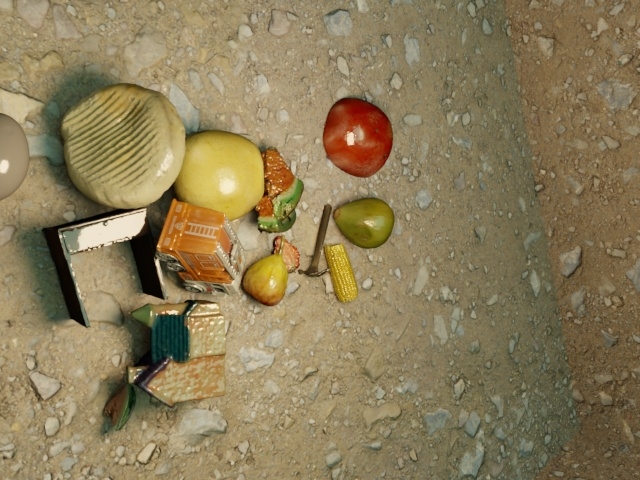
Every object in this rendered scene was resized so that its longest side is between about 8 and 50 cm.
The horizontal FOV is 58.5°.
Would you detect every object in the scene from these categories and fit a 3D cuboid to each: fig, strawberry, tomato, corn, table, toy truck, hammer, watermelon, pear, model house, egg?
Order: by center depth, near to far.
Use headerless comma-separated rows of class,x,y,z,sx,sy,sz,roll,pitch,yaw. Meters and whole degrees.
egg,-0.844,-0.216,1.466,0.176,0.176,0.231,15,74,-37
table,-0.612,0.069,1.641,0.251,0.196,0.282,-19,103,-37
watermelon,-0.593,0.503,1.705,0.080,0.101,0.155,36,99,-13
toy truck,-0.339,0.042,1.732,0.387,0.207,0.173,79,22,-65
model house,-0.458,0.338,1.753,0.280,0.245,0.312,-2,92,-30
pear,-0.317,-0.199,1.787,0.309,0.309,0.309,-1,92,-38
fig,-0.172,0.097,1.991,0.159,0.159,0.257,15,97,-37
strawberry,-0.130,0.055,2.109,0.104,0.048,0.152,-23,91,-28
hammer,0.000,0.000,2.194,0.027,0.125,0.297,58,41,-65
fig,0.172,-0.064,2.243,0.230,0.207,0.207,-16,102,-17
corn,0.082,0.125,2.243,0.093,0.093,0.244,-27,107,-34
tomato,0.177,-0.419,2.272,0.338,0.144,0.338,-1,92,-40

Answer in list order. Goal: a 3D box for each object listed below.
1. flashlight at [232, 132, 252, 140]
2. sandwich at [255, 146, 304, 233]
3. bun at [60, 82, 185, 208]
flashlight,-0.279,-0.362,1.995,0.083,0.018,0.018,-1,93,-37
sandwich,-0.138,-0.180,1.982,0.250,0.162,0.301,-21,99,-75
bun,-0.540,-0.256,1.625,0.219,0.365,0.365,27,70,-79
